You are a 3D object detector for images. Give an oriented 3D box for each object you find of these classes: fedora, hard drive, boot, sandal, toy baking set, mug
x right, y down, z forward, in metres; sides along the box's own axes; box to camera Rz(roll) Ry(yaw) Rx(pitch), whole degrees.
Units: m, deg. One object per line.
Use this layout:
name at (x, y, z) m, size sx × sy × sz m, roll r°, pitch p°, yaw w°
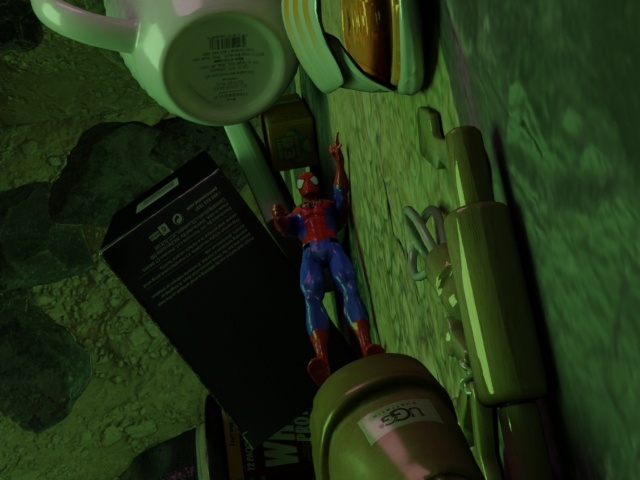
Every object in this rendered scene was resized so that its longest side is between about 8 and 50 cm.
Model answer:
fedora at (-0.207, 0.398, 1.415) m, size 0.334 × 0.152 × 0.334 m, roll 170°, pitch 90°, yaw -85°
hard drive at (-0.078, -0.078, 1.468) m, size 0.203 × 0.040 × 0.308 m, roll 58°, pitch -176°, yaw -48°
boot at (0.067, 0.194, 0.324) m, size 0.269 × 0.089 × 0.236 m, roll -125°, pitch 17°, yaw -63°
sandal at (0.013, -0.142, 0.608) m, size 0.265 × 0.076 × 0.102 m, roll -122°, pitch 25°, yaw -80°
toy baking set at (0.069, 0.032, 0.469) m, size 0.197 × 0.030 × 0.256 m, roll 99°, pitch 163°, yaw -76°
mug at (-0.201, -0.317, 1.254) m, size 0.328 × 0.374 × 0.276 m, roll -111°, pitch 30°, yaw -48°

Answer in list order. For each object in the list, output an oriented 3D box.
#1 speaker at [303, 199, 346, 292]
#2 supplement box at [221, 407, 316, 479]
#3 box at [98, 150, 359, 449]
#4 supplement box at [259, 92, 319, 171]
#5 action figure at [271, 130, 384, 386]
speaker at (0.005, 0.009, 1.155) m, size 0.136 × 0.055 × 0.055 m, roll 89°, pitch 173°, yaw -56°
supplement box at (-0.044, 0.310, 1.414) m, size 0.191 × 0.194 × 0.129 m, roll 90°, pitch 171°, yaw -63°
box at (-0.129, 0.060, 1.257) m, size 0.313 × 0.179 × 0.343 m, roll 56°, pitch 177°, yaw -14°
supplement box at (-0.055, -0.179, 1.496) m, size 0.233 × 0.080 × 0.078 m, roll -117°, pitch 18°, yaw -70°
action figure at (0.000, 0.000, 0.978) m, size 0.280 × 0.091 × 0.139 m, roll -103°, pitch 0°, yaw -46°
